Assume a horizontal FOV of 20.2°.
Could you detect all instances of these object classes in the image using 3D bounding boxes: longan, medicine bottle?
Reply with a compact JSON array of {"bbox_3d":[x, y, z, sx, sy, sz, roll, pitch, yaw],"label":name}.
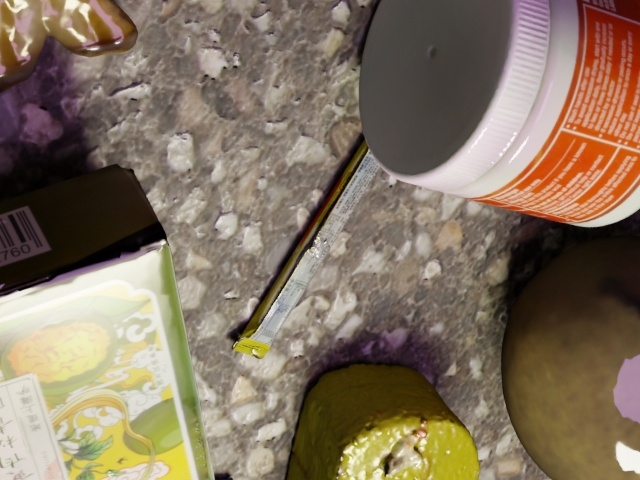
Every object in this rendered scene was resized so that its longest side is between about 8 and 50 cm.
[{"bbox_3d":[0.346,0.147,1.942,0.319,0.319,0.318,-12,120,-21],"label":"longan"},{"bbox_3d":[0.202,-0.154,1.730,0.241,0.252,0.252,13,109,-32],"label":"medicine bottle"}]

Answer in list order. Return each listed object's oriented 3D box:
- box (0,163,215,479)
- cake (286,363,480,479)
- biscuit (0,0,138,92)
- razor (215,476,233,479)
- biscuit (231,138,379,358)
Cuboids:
[{"bbox_3d":[-0.303,0.168,1.658,0.373,0.138,0.420,-19,133,-14],"label":"box"},{"bbox_3d":[0.065,0.274,1.956,0.179,0.156,0.260,2,116,-21],"label":"cake"},{"bbox_3d":[-0.259,-0.240,1.572,0.164,0.047,0.207,-21,123,-13],"label":"biscuit"},{"bbox_3d":[-0.149,0.414,1.975,0.093,0.056,0.324,-5,118,-27],"label":"razor"},{"bbox_3d":[0.000,0.000,1.848,0.048,0.026,0.292,24,103,-39],"label":"biscuit"}]
